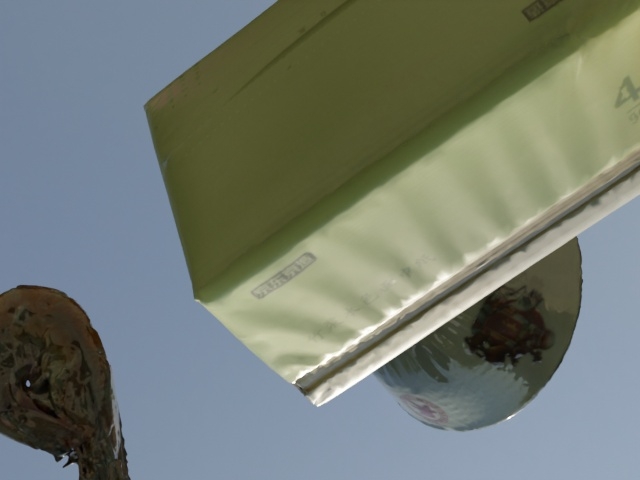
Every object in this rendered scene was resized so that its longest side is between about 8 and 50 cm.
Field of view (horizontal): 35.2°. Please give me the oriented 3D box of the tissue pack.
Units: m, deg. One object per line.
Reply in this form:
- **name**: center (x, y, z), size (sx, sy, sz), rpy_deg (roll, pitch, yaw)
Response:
- **tissue pack**: center (0.045, -0.060, 0.477), size (0.234, 0.125, 0.159), rpy_deg (-34, -137, 11)

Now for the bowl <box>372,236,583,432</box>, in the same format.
- **bowl**: center (0.128, 0.051, 1.200), size (0.157, 0.337, 0.337), rpy_deg (17, -142, -39)

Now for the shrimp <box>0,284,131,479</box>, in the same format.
- **shrimp**: center (-0.309, 0.195, 1.162), size (0.164, 0.062, 0.317), rpy_deg (-19, -107, -22)
